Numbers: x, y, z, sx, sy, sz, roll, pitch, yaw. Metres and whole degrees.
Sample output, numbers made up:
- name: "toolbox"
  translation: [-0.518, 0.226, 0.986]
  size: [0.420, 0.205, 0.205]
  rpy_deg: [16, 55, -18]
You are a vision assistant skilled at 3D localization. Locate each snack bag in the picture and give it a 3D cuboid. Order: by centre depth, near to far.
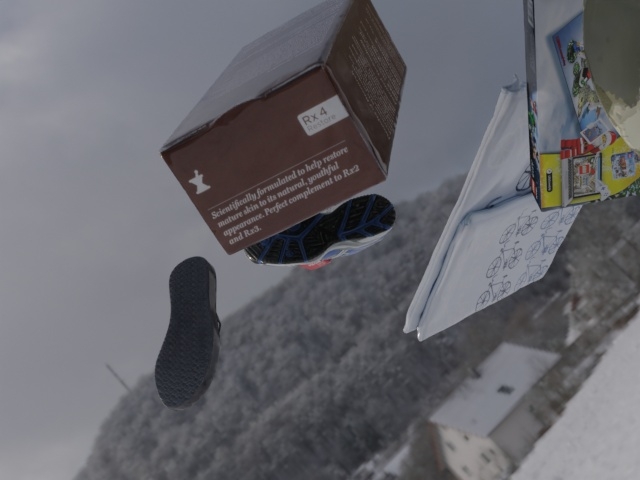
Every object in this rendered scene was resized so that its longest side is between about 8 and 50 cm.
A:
- name: "snack bag"
  translation: [0.258, -0.053, 1.156]
  size: [0.323, 0.037, 0.343]
  rpy_deg: [-16, -46, -47]

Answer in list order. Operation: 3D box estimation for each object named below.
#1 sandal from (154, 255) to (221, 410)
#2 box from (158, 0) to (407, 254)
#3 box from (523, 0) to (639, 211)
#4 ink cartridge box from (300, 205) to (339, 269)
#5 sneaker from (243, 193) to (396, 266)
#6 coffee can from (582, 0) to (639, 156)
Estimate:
- name: "sandal"
  translation: [-0.180, 0.135, 1.360]
  size: [0.097, 0.254, 0.054]
  rpy_deg: [-17, -43, 21]
- name: "box"
  translation: [-0.020, -0.154, 1.044]
  size: [0.191, 0.143, 0.381]
  rpy_deg: [-25, 19, 20]
- name: "box"
  translation: [0.282, -0.146, 0.898]
  size: [0.159, 0.044, 0.233]
  rpy_deg: [-10, -55, 1]
- name: "ink cartridge box"
  translation: [-0.045, -0.026, 1.423]
  size: [0.056, 0.135, 0.099]
  rpy_deg: [-23, 52, 51]
- name: "sneaker"
  translation: [0.000, 0.000, 1.272]
  size: [0.211, 0.080, 0.081]
  rpy_deg: [-10, -21, -4]
- name: "coffee can"
  translation: [0.309, -0.131, 0.537]
  size: [0.275, 0.201, 0.201]
  rpy_deg: [-10, -33, -46]
